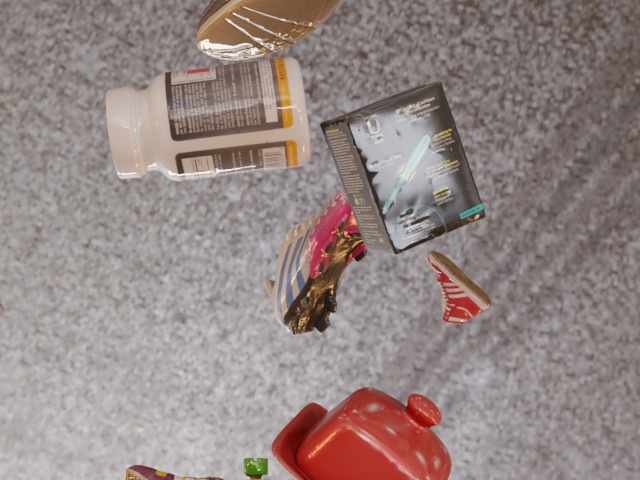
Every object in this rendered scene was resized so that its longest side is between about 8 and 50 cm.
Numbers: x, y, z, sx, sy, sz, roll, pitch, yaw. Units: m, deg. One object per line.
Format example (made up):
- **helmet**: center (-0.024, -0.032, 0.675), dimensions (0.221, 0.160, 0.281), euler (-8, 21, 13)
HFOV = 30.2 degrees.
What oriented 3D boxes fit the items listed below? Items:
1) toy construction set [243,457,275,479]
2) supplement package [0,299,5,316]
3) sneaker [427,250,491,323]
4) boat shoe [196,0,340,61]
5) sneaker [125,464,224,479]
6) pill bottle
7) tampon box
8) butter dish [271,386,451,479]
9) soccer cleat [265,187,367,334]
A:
- **toy construction set**: center (-0.021, 0.421, 1.664), dimensions (0.258, 0.237, 0.309), euler (-13, 162, 15)
- **supplement package**: center (-0.548, 0.026, 1.545), dimensions (0.145, 0.204, 0.261), euler (-25, 99, -3)
- **sneaker**: center (0.178, 0.071, 1.668), dimensions (0.118, 0.042, 0.067), euler (43, 114, -14)
- **boat shoe**: center (-0.027, -0.290, 1.264), dimensions (0.103, 0.092, 0.285), euler (15, 145, -42)
- **sneaker**: center (-0.167, 0.334, 1.528), dimensions (0.185, 0.084, 0.069), euler (27, 130, 27)
- **pill bottle**: center (-0.159, -0.170, 1.706), dimensions (0.279, 0.162, 0.162), euler (-7, 142, -2)
- **tampon box**: center (0.091, -0.081, 1.328), dimensions (0.161, 0.120, 0.101), euler (70, 165, -8)
- **butter dish**: center (0.059, 0.184, 1.042), dimensions (0.160, 0.160, 0.118), euler (43, 105, 6)
- **soccer cleat**: center (0.000, 0.000, 1.828), dimensions (0.116, 0.143, 0.331), euler (1, 133, -36)
